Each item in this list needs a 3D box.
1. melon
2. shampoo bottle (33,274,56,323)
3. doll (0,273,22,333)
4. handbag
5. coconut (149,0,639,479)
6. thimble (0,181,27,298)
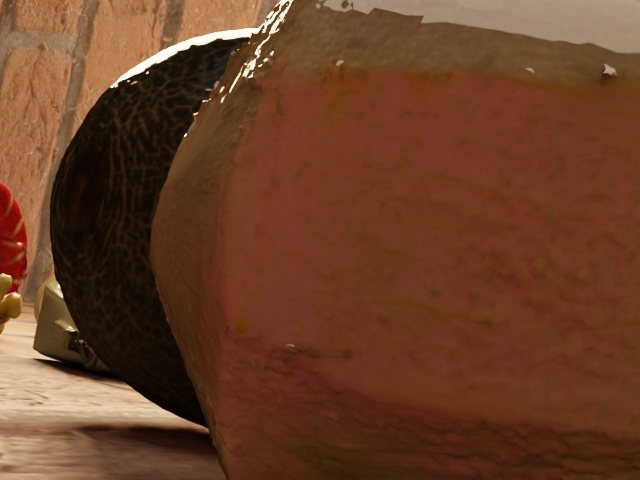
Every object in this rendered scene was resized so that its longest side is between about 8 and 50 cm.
[{"bbox_3d":[0.000,0.000,0.756,0.301,0.237,0.237,11,-3,-34],"label":"melon"},{"bbox_3d":[-0.262,0.084,1.547,0.079,0.079,0.162,8,-4,26],"label":"shampoo bottle"},{"bbox_3d":[-0.387,0.031,1.081,0.291,0.086,0.117,14,-35,-35],"label":"doll"},{"bbox_3d":[-0.102,0.089,1.112,0.256,0.079,0.219,10,1,-33],"label":"handbag"},{"bbox_3d":[0.055,0.008,0.489,0.245,0.233,0.233,3,-5,15],"label":"coconut"},{"bbox_3d":[-0.391,0.004,1.291,0.125,0.163,0.189,6,-5,32],"label":"thimble"}]
